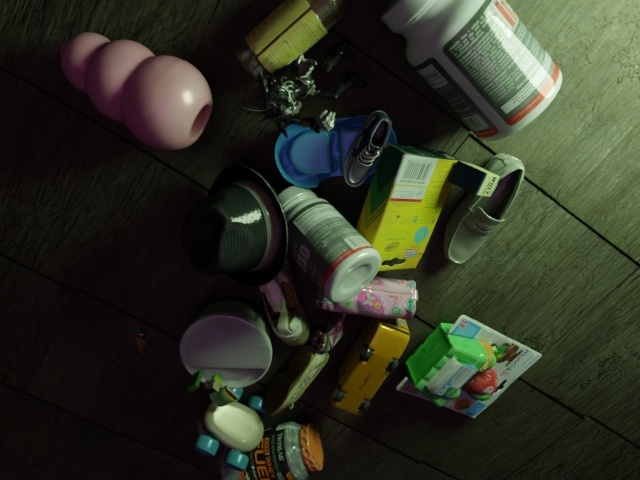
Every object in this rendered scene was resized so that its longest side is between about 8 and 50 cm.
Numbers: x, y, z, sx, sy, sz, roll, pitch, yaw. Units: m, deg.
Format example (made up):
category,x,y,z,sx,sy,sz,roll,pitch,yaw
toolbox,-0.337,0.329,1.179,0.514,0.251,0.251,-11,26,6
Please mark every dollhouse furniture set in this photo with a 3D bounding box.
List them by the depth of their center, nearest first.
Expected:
category,x,y,z,sx,sy,sz,roll,pitch,yaw
dollhouse furniture set,-0.315,0.449,1.272,0.076,0.059,0.152,-33,112,17

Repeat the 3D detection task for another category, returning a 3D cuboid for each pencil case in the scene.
category,x,y,z,sx,sy,sz,roll,pitch,yaw
pencil case,0.129,0.152,1.234,0.283,0.124,0.124,10,115,-5

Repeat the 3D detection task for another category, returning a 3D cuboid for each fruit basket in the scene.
category,x,y,z,sx,sy,sz,roll,pitch,yaw
fruit basket,0.460,0.412,1.335,0.352,0.165,0.327,29,112,-17

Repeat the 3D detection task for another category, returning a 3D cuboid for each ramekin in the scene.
category,x,y,z,sx,sy,sz,roll,pitch,yaw
ramekin,-0.273,0.302,1.303,0.272,0.127,0.273,0,115,0

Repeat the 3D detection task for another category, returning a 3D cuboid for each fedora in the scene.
category,x,y,z,sx,sy,sz,roll,pitch,yaw
fedora,-0.232,-0.015,1.060,0.333,0.152,0.334,18,118,37

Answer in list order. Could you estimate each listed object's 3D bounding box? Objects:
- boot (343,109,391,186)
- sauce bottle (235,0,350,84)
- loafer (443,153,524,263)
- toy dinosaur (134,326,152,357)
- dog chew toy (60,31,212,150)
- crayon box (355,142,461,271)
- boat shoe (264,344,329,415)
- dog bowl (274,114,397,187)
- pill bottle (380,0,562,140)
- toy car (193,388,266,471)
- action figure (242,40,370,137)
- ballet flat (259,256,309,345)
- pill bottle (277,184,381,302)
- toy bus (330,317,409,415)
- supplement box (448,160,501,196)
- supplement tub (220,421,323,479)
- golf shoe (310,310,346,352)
category,x,y,z,sx,sy,sz,roll,pitch,yaw
boot,0.105,-0.203,1.002,0.069,0.086,0.190,16,114,-8
sauce bottle,-0.025,-0.484,0.938,0.344,0.111,0.111,-33,111,15
loafer,0.419,-0.069,1.132,0.111,0.111,0.320,17,114,-8
toy dinosaur,-0.552,0.314,1.342,0.047,0.090,0.082,6,160,8
dog chew toy,-0.414,-0.343,0.966,0.331,0.207,0.207,29,113,-4
crayon box,0.206,-0.074,1.100,0.202,0.081,0.319,-1,120,-35
boat shoe,-0.078,0.457,1.388,0.089,0.105,0.285,24,113,-35
dog bowl,0.038,-0.227,1.081,0.296,0.074,0.166,-5,115,3
pill bottle,0.314,-0.405,0.919,0.363,0.210,0.210,40,109,-17
toy car,-0.322,0.623,1.448,0.210,0.219,0.238,35,140,-16
action figure,-0.028,-0.326,0.946,0.275,0.141,0.164,-36,124,-14
ballet flat,-0.111,0.195,1.259,0.123,0.123,0.349,-10,115,5
pill bottle,0.000,0.000,1.064,0.161,0.283,0.161,-29,146,-22
toy bus,0.144,0.377,1.335,0.108,0.130,0.333,23,113,-11
supplement box,0.374,-0.149,1.054,0.083,0.083,0.056,0,119,-44
supplement tub,-0.161,0.736,1.473,0.315,0.194,0.194,-20,114,9
golf shoe,0.040,0.259,1.325,0.085,0.067,0.186,11,113,-43
